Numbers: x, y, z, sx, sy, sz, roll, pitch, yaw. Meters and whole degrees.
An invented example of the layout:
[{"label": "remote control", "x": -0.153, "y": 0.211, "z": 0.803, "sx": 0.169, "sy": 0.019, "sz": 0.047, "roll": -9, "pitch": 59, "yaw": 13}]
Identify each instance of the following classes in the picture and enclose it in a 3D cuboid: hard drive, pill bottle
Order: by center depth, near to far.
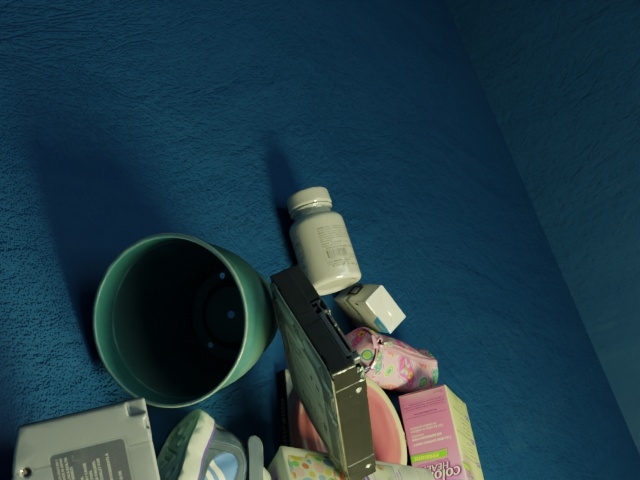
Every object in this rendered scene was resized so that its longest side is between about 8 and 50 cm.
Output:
[{"label": "hard drive", "x": 0.005, "y": 0.233, "z": 1.405, "sx": 0.237, "sy": 0.064, "sz": 0.338, "roll": 54, "pitch": -19, "yaw": 40}, {"label": "pill bottle", "x": 0.000, "y": 0.000, "z": 1.903, "sx": 0.131, "sy": 0.131, "sz": 0.229, "roll": 6, "pitch": 62, "yaw": -55}]

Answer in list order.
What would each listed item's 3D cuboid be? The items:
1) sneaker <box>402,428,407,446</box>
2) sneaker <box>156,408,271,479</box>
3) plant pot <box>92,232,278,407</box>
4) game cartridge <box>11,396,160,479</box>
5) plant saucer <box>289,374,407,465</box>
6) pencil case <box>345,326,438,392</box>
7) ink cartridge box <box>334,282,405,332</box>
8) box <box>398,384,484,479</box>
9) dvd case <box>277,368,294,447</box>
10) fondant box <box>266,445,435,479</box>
[{"label": "sneaker", "x": 0.153, "y": 0.406, "z": 1.891, "sx": 0.157, "sy": 0.061, "sz": 0.065, "roll": 58, "pitch": 24, "yaw": -10}, {"label": "sneaker", "x": -0.169, "y": 0.442, "z": 1.304, "sx": 0.236, "sy": 0.130, "sz": 0.322, "roll": 47, "pitch": 28, "yaw": -17}, {"label": "plant pot", "x": -0.197, "y": 0.127, "z": 1.402, "sx": 0.271, "sy": 0.272, "sz": 0.255, "roll": 68, "pitch": 17, "yaw": 9}, {"label": "game cartridge", "x": -0.304, "y": 0.375, "z": 1.106, "sx": 0.196, "sy": 0.060, "sz": 0.294, "roll": -10, "pitch": 84, "yaw": -18}, {"label": "plant saucer", "x": 0.074, "y": 0.403, "z": 1.690, "sx": 0.332, "sy": 0.084, "sz": 0.332, "roll": 35, "pitch": 41, "yaw": -38}, {"label": "pencil case", "x": 0.164, "y": 0.285, "z": 1.940, "sx": 0.284, "sy": 0.124, "sz": 0.124, "roll": 27, "pitch": 46, "yaw": -46}, {"label": "ink cartridge box", "x": 0.105, "y": 0.157, "z": 1.951, "sx": 0.060, "sy": 0.180, "sz": 0.104, "roll": -46, "pitch": 110, "yaw": -22}, {"label": "box", "x": 0.285, "y": 0.485, "z": 1.917, "sx": 0.213, "sy": 0.117, "sz": 0.242, "roll": 45, "pitch": 30, "yaw": -58}, {"label": "dvd case", "x": -0.013, "y": 0.395, "z": 1.676, "sx": 0.179, "sy": 0.030, "sz": 0.238, "roll": 30, "pitch": 43, "yaw": -43}, {"label": "fondant box", "x": 0.078, "y": 0.499, "z": 1.445, "sx": 0.331, "sy": 0.096, "sz": 0.238, "roll": 17, "pitch": 28, "yaw": -25}]
